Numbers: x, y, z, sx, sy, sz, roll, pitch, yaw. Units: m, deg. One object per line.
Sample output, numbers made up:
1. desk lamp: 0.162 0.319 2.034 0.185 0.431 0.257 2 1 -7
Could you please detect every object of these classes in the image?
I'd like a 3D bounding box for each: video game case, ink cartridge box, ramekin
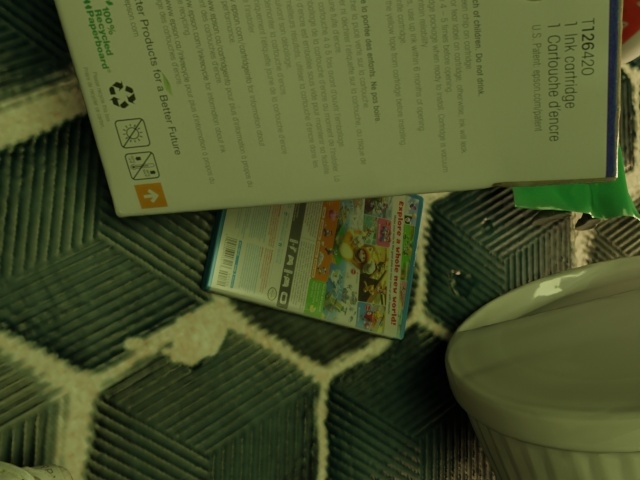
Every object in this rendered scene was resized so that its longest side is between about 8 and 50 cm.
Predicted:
1. video game case: 0.000 0.000 0.615 0.166 0.015 0.119 17 74 -25
2. ink cartridge box: 0.000 -0.165 0.443 0.307 0.072 0.304 -5 118 8
3. ramekin: 0.235 0.112 0.591 0.272 0.273 0.127 -25 106 -29

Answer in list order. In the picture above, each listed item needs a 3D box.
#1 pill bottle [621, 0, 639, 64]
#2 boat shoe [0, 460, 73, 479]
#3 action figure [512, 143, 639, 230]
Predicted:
1. pill bottle: 0.117 -0.299 0.598 0.362 0.210 0.210 27 70 -9
2. boat shoe: -0.177 0.165 0.451 0.277 0.098 0.096 46 63 -25
3. action figure: 0.213 -0.127 0.723 0.137 0.063 0.232 8 71 -26
